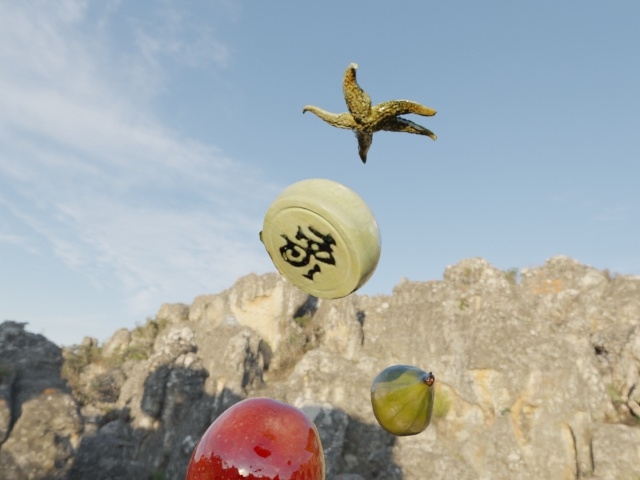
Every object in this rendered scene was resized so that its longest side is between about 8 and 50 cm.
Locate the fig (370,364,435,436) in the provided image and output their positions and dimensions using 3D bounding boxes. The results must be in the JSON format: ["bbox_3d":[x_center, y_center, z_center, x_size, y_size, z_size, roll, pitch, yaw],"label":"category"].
[{"bbox_3d":[0.151,0.275,0.882,0.126,0.133,0.185,16,-42,27],"label":"fig"}]

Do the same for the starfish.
[{"bbox_3d":[0.076,-0.191,0.769,0.223,0.050,0.217,12,-20,13],"label":"starfish"}]

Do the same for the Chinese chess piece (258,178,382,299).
[{"bbox_3d":[0.000,0.000,0.551,0.144,0.058,0.144,20,-50,26],"label":"Chinese chess piece"}]

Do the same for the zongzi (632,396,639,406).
[{"bbox_3d":[0.285,0.216,0.197,0.145,0.274,0.300,18,-17,-23],"label":"zongzi"}]

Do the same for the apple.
[{"bbox_3d":[-0.098,0.368,0.759,0.218,0.218,0.201,7,24,-1],"label":"apple"}]
